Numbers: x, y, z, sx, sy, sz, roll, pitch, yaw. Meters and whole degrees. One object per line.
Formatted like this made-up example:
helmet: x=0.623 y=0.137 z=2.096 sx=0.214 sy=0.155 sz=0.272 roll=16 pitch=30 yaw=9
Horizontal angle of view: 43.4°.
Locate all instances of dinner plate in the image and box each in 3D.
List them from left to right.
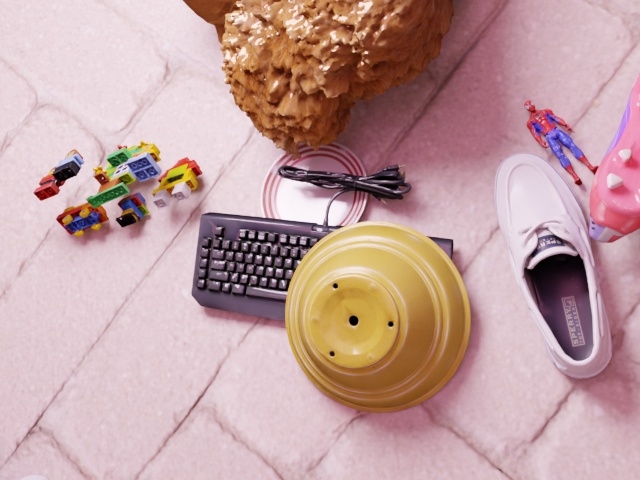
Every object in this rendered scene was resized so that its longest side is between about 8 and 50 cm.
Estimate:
dinner plate: x=-0.007 y=-0.057 z=0.996 sx=0.141 sy=0.017 sz=0.141 roll=-6 pitch=72 yaw=19

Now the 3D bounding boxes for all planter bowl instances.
planter bowl: x=0.047 y=0.084 z=0.871 sx=0.217 sy=0.090 sz=0.217 roll=-1 pitch=87 yaw=19

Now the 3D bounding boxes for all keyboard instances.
keyboard: x=0.000 y=0.000 z=0.953 sx=0.317 sy=0.033 sz=0.201 roll=7 pitch=84 yaw=18

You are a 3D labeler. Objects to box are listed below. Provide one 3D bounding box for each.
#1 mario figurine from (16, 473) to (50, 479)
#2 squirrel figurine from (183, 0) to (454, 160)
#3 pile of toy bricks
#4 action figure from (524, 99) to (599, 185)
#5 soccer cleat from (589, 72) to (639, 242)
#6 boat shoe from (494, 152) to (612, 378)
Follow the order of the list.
mario figurine: x=-0.407 y=0.404 z=0.975 sx=0.320 sy=0.170 sz=0.198 roll=56 pitch=134 yaw=34
squirrel figurine: x=-0.031 y=-0.311 z=0.945 sx=0.370 sy=0.281 sz=0.397 roll=-7 pitch=68 yaw=25
pile of toy bricks: x=-0.266 y=-0.091 z=1.064 sx=0.212 sy=0.118 sz=0.105 roll=-17 pitch=37 yaw=24
action figure: x=0.267 y=-0.116 z=0.910 sx=0.038 sy=0.030 sz=0.115 roll=-38 pitch=64 yaw=12
soccer cleat: x=0.346 y=-0.106 z=0.847 sx=0.083 sy=0.095 sz=0.248 roll=28 pitch=64 yaw=11
boat shoe: x=0.247 y=0.014 z=0.847 sx=0.095 sy=0.084 sz=0.258 roll=-22 pitch=69 yaw=13
